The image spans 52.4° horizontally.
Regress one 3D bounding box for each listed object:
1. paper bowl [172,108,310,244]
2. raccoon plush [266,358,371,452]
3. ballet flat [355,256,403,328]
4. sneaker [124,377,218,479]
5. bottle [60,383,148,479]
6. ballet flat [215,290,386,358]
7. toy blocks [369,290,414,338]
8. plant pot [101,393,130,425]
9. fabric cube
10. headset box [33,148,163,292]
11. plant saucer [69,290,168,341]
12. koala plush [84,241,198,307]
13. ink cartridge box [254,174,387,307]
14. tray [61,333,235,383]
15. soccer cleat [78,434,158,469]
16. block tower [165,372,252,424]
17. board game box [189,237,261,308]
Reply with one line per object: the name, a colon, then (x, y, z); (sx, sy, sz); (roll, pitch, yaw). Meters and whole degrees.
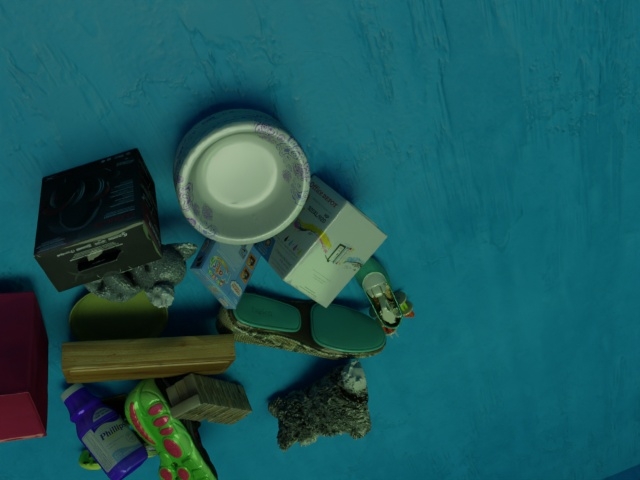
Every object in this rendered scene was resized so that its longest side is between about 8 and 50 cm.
paper bowl: (-0.175, -0.144, 1.403); (0.284, 0.148, 0.284); (-10, 122, -16)
raccoon plush: (-0.021, 0.465, 1.935); (0.299, 0.216, 0.446); (-13, 139, -4)
ballet flat: (0.166, 0.147, 1.785); (0.083, 0.087, 0.247); (-28, 117, 5)
sneaker: (-0.397, 0.561, 1.890); (0.185, 0.202, 0.483); (-1, 125, 16)
bottle: (-0.592, 0.511, 1.758); (0.092, 0.283, 0.118); (-48, 167, 28)
ballet flat: (-0.061, 0.249, 1.810); (0.483, 0.164, 0.182); (13, 145, -21)
toy blocks: (0.226, 0.229, 1.935); (0.123, 0.054, 0.148); (-29, 132, 7)
plant pot: (-0.588, 0.506, 1.877); (0.081, 0.081, 0.083); (-12, 143, -9)
fabric cube: (-0.772, 0.298, 1.482); (0.259, 0.258, 0.254); (-3, 144, -16)
headset box: (-0.446, -0.038, 1.317); (0.218, 0.293, 0.110); (-18, 132, -3)
plant saucer: (-0.514, 0.192, 1.661); (0.241, 0.037, 0.241); (-9, 131, -10)
koala plush: (-0.391, 0.056, 1.446); (0.221, 0.196, 0.203); (4, 142, 19)
ink cartridge box: (0.000, 0.000, 1.551); (0.232, 0.171, 0.168); (-50, 131, 4)
tray: (-0.440, 0.307, 1.675); (0.411, 0.076, 0.203); (-1, 160, -18)
soccer cleat: (-0.587, 0.648, 1.986); (0.289, 0.093, 0.121); (-17, 134, -5)
block tower: (-0.307, 0.453, 1.837); (0.091, 0.097, 0.335); (-30, 156, 8)
board game box: (-0.208, 0.029, 1.527); (0.039, 0.211, 0.160); (0, 141, 31)
